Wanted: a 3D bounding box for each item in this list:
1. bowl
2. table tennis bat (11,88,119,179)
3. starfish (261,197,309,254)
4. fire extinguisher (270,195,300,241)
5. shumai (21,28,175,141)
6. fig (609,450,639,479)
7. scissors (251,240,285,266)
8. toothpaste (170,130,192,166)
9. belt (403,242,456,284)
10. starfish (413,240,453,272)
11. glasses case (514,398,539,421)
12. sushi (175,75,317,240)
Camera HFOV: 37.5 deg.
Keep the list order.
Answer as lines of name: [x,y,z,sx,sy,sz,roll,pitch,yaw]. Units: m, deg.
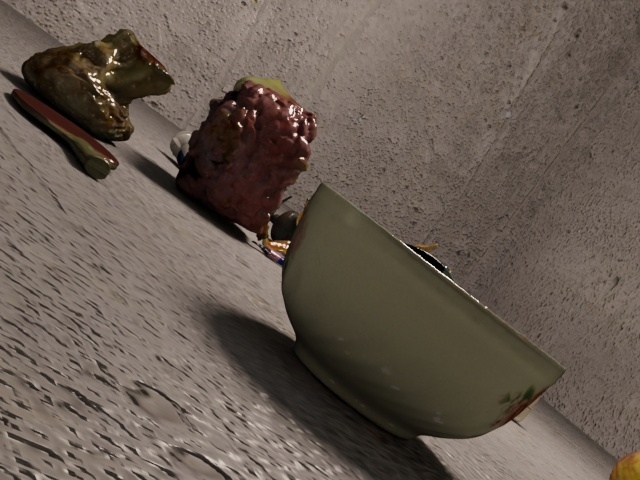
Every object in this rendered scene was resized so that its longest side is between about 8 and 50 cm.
bowl: [0.071,0.083,0.858,0.277,0.145,0.277,35,3,-2]
table tennis bat: [-0.280,-0.115,1.062,0.138,0.022,0.246,35,1,-33]
starfish: [-0.002,0.001,1.621,0.138,0.050,0.247,31,24,7]
fire extinguisher: [-0.008,0.008,1.700,0.267,0.089,0.072,38,-11,22]
shumai: [-0.306,-0.228,1.320,0.161,0.153,0.209,46,3,25]
fig: [0.517,0.396,1.430,0.160,0.143,0.230,5,-1,20]
scissors: [-0.063,0.029,1.450,0.113,0.012,0.039,35,3,-35]
toothpaste: [-0.209,-0.118,1.760,0.096,0.061,0.266,37,9,-46]
belt: [0.115,0.080,1.411,0.198,0.151,0.078,21,-2,5]
starfish: [0.142,0.054,1.840,0.301,0.084,0.293,-9,-26,28]
glasses case: [0.265,0.218,1.808,0.336,0.076,0.144,36,2,-19]
sushi: [-0.115,-0.143,1.457,0.170,0.237,0.270,24,4,-10]
